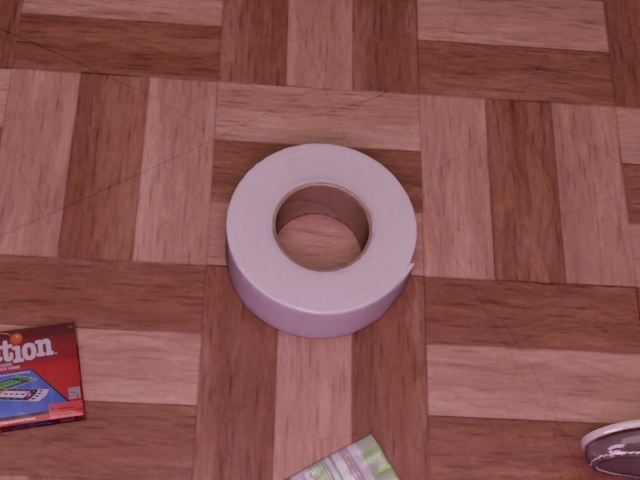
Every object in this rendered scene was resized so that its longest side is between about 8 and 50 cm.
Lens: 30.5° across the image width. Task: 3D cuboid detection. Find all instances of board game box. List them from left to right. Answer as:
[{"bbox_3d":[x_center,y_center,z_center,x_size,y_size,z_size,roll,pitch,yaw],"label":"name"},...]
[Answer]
[{"bbox_3d":[-0.478,0.202,1.649,0.281,0.027,0.145,-8,63,-9],"label":"board game box"}]

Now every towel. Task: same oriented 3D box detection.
[{"bbox_3d":[0.036,0.347,1.629,0.152,0.023,0.113,-26,70,-18],"label":"towel"}]

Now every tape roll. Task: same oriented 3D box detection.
[{"bbox_3d":[0.000,0.000,1.757,0.286,0.100,0.286,2,63,-5],"label":"tape roll"}]

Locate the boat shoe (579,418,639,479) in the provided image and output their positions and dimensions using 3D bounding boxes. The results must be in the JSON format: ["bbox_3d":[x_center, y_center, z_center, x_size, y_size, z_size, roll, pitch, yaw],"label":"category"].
[{"bbox_3d":[0.526,0.315,1.646,0.324,0.117,0.097,5,60,-10],"label":"boat shoe"}]
